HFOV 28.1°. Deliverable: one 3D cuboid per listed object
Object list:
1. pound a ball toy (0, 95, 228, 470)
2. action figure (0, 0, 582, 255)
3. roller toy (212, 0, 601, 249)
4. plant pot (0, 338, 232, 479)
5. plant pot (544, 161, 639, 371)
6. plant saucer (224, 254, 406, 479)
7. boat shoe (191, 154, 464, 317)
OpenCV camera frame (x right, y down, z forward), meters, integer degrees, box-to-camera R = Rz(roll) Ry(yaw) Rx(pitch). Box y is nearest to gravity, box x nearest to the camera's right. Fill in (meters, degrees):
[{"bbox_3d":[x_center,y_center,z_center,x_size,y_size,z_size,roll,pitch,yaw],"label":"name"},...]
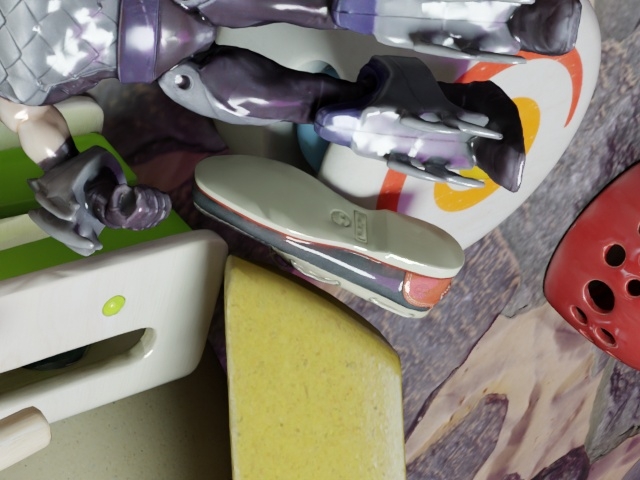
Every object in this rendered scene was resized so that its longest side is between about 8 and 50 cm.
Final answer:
[{"bbox_3d":[-0.187,0.069,0.539,0.319,0.208,0.136,-18,141,-39],"label":"pound a ball toy"},{"bbox_3d":[-0.050,-0.085,0.520,0.285,0.099,0.185,5,121,-7],"label":"action figure"},{"bbox_3d":[0.051,-0.083,0.698,0.191,0.146,0.209,-46,151,3],"label":"roller toy"},{"bbox_3d":[-0.144,0.183,0.751,0.284,0.191,0.284,-30,147,-22],"label":"plant pot"},{"bbox_3d":[0.330,0.040,1.167,0.191,0.174,0.191,-32,147,-24],"label":"plant pot"},{"bbox_3d":[0.006,0.173,0.706,0.081,0.333,0.333,-4,179,1],"label":"plant saucer"},{"bbox_3d":[0.000,0.000,0.611,0.137,0.049,0.043,19,131,-13],"label":"boat shoe"}]
